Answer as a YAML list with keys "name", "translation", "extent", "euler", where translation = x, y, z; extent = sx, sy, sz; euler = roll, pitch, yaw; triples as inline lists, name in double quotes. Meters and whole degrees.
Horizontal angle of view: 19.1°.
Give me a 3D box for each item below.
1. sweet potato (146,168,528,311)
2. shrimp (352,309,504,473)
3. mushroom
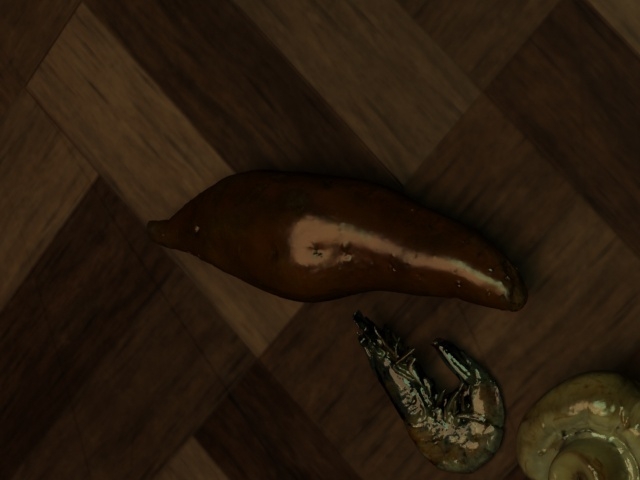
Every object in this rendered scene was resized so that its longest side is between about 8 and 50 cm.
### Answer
- name: "sweet potato"
  translation: [-0.004, -0.002, 1.524]
  extent: [0.359, 0.112, 0.112]
  euler: [4, 105, 36]
- name: "shrimp"
  translation: [0.090, 0.112, 1.540]
  extent: [0.091, 0.034, 0.161]
  euler: [-39, 86, 22]
- name: "mushroom"
  translation: [0.216, 0.165, 1.418]
  extent: [0.148, 0.112, 0.148]
  euler: [10, 106, 40]
